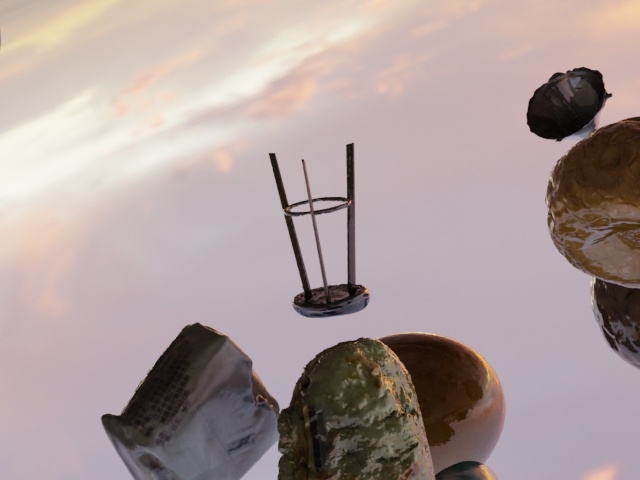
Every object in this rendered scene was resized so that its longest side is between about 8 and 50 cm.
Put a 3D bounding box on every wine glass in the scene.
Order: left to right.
[{"bbox_3d":[0.368,-0.136,2.021,0.122,0.183,0.122,-22,-134,25],"label":"wine glass"}]

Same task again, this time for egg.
[{"bbox_3d":[0.150,0.293,2.522,0.351,0.282,0.282,-24,-172,39],"label":"egg"}]

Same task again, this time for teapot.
[{"bbox_3d":[0.349,-0.058,1.547,0.311,0.203,0.167,-17,-132,48],"label":"teapot"}]

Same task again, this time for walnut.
[{"bbox_3d":[0.533,0.083,2.255,0.248,0.248,0.248,-21,-168,5],"label":"walnut"}]

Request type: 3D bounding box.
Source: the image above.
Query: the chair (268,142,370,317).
[{"bbox_3d":[0.000,0.000,1.786,0.104,0.221,0.095,-7,-164,9],"label":"chair"}]

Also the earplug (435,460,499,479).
[{"bbox_3d":[0.190,0.432,2.163,0.185,0.185,0.324,-16,-164,26],"label":"earplug"}]

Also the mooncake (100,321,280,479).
[{"bbox_3d":[-0.193,0.270,2.240,0.136,0.250,0.254,23,-118,43],"label":"mooncake"}]

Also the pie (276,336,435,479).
[{"bbox_3d":[0.047,0.237,1.680,0.201,0.248,0.090,-14,179,-31],"label":"pie"}]
